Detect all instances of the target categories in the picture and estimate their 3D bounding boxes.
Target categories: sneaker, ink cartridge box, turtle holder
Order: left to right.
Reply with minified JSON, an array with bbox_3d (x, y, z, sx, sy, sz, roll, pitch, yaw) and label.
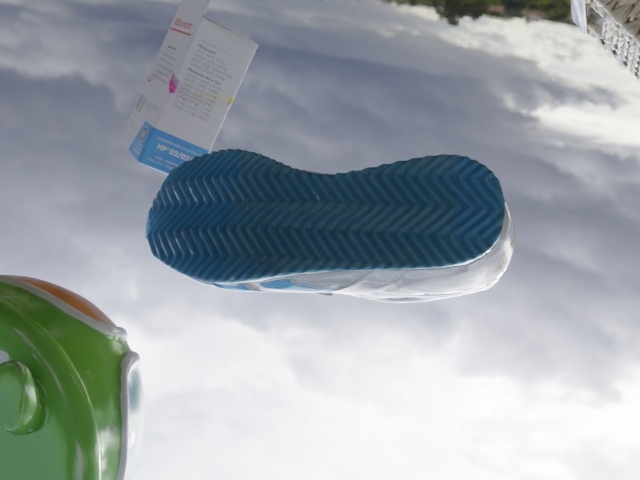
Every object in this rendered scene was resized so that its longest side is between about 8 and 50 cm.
[{"bbox_3d":[-0.250,0.183,0.661,0.243,0.320,0.227,-14,-176,15],"label":"turtle holder"},{"bbox_3d":[-0.121,-0.156,0.768,0.062,0.181,0.104,21,-171,-28],"label":"ink cartridge box"},{"bbox_3d":[0.000,0.000,0.484,0.229,0.087,0.092,5,161,23],"label":"sneaker"}]

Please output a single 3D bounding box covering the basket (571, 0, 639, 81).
[{"bbox_3d":[0.330,-0.238,0.741,0.103,0.167,0.113,55,-169,14],"label":"basket"}]
